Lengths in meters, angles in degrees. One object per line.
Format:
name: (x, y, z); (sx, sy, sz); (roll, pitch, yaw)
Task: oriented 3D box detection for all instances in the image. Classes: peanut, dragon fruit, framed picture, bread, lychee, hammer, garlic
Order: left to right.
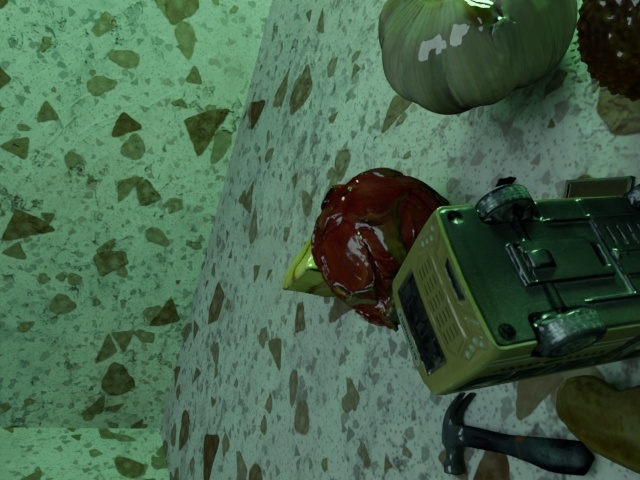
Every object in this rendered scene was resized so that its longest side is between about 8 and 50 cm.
bread: (0.001, -0.003, 1.422); (0.167, 0.163, 0.264); (-41, 46, 53)
dragon fruit: (0.118, 0.008, 1.076); (0.342, 0.277, 0.277); (43, 119, 61)
garlic: (0.241, -0.337, 0.940); (0.322, 0.322, 0.241); (-144, 41, -61)
hammer: (0.290, 0.309, 0.885); (0.290, 0.037, 0.137); (-22, 64, 60)
framed picture: (0.391, -0.018, 0.829); (0.109, 0.011, 0.149); (6, 87, 64)
peanut: (0.377, 0.220, 0.685); (0.108, 0.095, 0.226); (-67, 22, -8)
lychee: (0.409, -0.266, 0.687); (0.238, 0.200, 0.200); (-102, 32, -58)

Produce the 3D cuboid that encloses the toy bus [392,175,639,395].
toy bus: (0.278, 0.053, 0.644); (0.202, 0.365, 0.177); (116, 145, -52)
